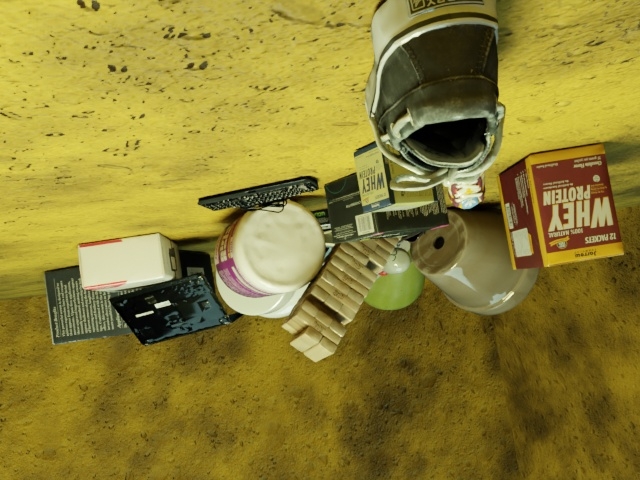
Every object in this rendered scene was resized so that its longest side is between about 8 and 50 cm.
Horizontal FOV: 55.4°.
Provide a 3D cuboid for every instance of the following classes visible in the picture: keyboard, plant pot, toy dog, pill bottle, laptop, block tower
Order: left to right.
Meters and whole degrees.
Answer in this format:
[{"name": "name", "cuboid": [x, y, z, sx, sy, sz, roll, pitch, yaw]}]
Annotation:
[{"name": "laptop", "cuboid": [-0.336, 0.161, 1.493, 0.234, 0.264, 0.136, -16, -142, 8]}, {"name": "pill bottle", "cuboid": [-0.115, 0.026, 1.191, 0.169, 0.169, 0.301, -7, 174, -21]}, {"name": "keyboard", "cuboid": [-0.092, -0.062, 0.979, 0.192, 0.038, 0.100, -9, 176, 16]}, {"name": "pill bottle", "cuboid": [-0.092, 0.082, 1.567, 0.224, 0.224, 0.392, -10, 175, 19]}, {"name": "block tower", "cuboid": [0.054, 0.052, 1.112, 0.091, 0.335, 0.097, 36, 152, -6]}, {"name": "toy dog", "cuboid": [0.105, 0.070, 1.784, 0.161, 0.220, 0.333, 23, 133, -23]}, {"name": "plant pot", "cuboid": [0.252, 0.075, 2.134, 0.275, 0.274, 0.293, -9, 159, -3]}, {"name": "plant pot", "cuboid": [0.416, 0.036, 1.742, 0.323, 0.323, 0.280, -13, 157, 43]}]

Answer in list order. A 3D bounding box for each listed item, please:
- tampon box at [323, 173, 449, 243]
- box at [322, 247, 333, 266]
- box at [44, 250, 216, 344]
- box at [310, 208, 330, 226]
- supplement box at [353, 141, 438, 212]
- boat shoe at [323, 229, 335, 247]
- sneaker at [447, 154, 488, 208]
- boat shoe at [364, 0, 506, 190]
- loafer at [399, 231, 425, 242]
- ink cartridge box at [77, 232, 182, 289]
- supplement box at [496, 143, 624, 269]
[{"name": "tampon box", "cuboid": [0.109, -0.057, 1.010, 0.161, 0.101, 0.120, -6, 175, -36]}, {"name": "box", "cuboid": [0.086, 0.014, 1.556, 0.044, 0.159, 0.233, 34, -171, 17]}, {"name": "box", "cuboid": [-0.546, 0.165, 1.802, 0.396, 0.211, 0.293, -9, 176, 10]}, {"name": "box", "cuboid": [0.058, -0.053, 1.363, 0.207, 0.036, 0.114, -9, 175, 4]}, {"name": "supplement box", "cuboid": [0.097, -0.083, 0.791, 0.083, 0.083, 0.056, -6, 174, -34]}, {"name": "boat shoe", "cuboid": [0.054, -0.008, 1.394, 0.137, 0.049, 0.043, -4, 174, 4]}, {"name": "sneaker", "cuboid": [0.220, -0.092, 0.910, 0.070, 0.083, 0.185, -10, 175, 16]}, {"name": "boat shoe", "cuboid": [0.099, -0.096, 0.503, 0.113, 0.104, 0.306, -9, 175, 2]}, {"name": "loafer", "cuboid": [0.209, -0.030, 1.552, 0.109, 0.095, 0.302, -11, 175, 28]}, {"name": "ink cartridge box", "cuboid": [-0.421, 0.055, 1.382, 0.172, 0.100, 0.237, -8, 174, -5]}, {"name": "supplement box", "cuboid": [0.423, -0.052, 1.101, 0.129, 0.191, 0.194, -9, 176, 0]}]
